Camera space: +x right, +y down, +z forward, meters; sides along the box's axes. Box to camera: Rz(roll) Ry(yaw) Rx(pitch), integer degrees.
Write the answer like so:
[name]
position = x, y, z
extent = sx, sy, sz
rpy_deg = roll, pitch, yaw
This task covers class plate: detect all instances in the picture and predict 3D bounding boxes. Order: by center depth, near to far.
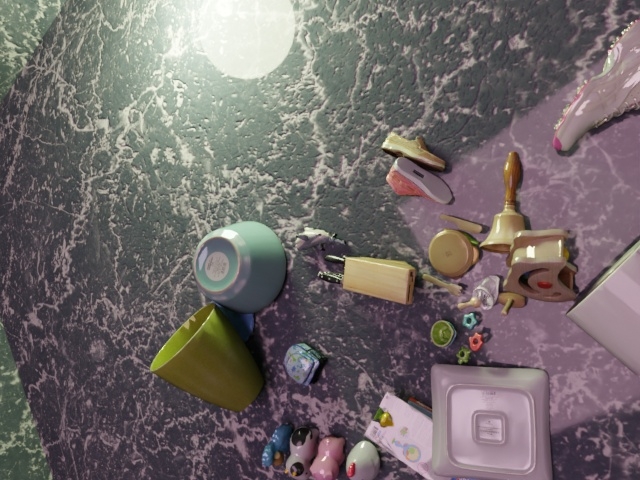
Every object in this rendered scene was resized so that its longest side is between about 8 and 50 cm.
[plate]
position = 0.408, 0.448, 1.165
extent = 0.277, 0.045, 0.278
rpy_deg = -1, 85, 18

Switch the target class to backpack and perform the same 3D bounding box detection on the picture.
[backpack]
position = -0.056, 0.372, 1.466
extent = 0.114, 0.084, 0.105
rpy_deg = 33, 105, 29

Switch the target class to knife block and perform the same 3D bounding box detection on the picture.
[knife block]
position = 0.112, 0.094, 1.278
extent = 0.242, 0.276, 0.088
rpy_deg = 5, 94, 1

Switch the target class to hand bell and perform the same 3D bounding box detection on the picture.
[hand bell]
position = 0.454, -0.096, 1.158
extent = 0.126, 0.126, 0.242
rpy_deg = 0, 79, 31

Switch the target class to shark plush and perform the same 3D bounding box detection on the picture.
[shark plush]
position = 0.000, 0.000, 1.465
extent = 0.161, 0.073, 0.067
rpy_deg = -2, 110, 11

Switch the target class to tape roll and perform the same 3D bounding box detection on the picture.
[tape roll]
position = 0.641, 0.120, 0.950
extent = 0.169, 0.246, 0.246
rpy_deg = 45, 112, 22

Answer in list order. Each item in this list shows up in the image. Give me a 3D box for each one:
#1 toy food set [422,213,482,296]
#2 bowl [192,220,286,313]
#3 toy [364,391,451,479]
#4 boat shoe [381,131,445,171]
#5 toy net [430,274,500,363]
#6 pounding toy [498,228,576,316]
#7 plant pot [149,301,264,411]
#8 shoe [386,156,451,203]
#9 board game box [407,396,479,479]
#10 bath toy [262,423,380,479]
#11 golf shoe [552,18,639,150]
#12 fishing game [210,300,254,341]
[toy food set]
position = 0.345, 0.035, 1.253
extent = 0.132, 0.038, 0.192
rpy_deg = 25, 109, 36
[bowl]
position = -0.281, 0.080, 1.529
extent = 0.311, 0.163, 0.311
rpy_deg = -3, 82, 24
[toy]
position = 0.250, 0.515, 1.261
extent = 0.237, 0.056, 0.137
rpy_deg = 28, 94, 17
[boat shoe]
position = 0.255, -0.245, 1.287
extent = 0.190, 0.068, 0.072
rpy_deg = 29, 90, 27
[toy net]
position = 0.375, 0.189, 1.202
extent = 0.232, 0.045, 0.122
rpy_deg = -60, 37, 18
[pounding toy]
position = 0.487, 0.101, 1.060
extent = 0.154, 0.269, 0.155
rpy_deg = 8, 64, 16
[plant pot]
position = -0.329, 0.395, 1.523
extent = 0.275, 0.275, 0.293
rpy_deg = -36, 106, 26
[shoe]
position = 0.261, -0.144, 1.288
extent = 0.178, 0.063, 0.081
rpy_deg = 36, 148, 4
[board game box]
position = 0.339, 0.544, 1.262
extent = 0.281, 0.027, 0.145
rpy_deg = 22, 100, 29
[bath toy]
position = 0.001, 0.642, 1.409
extent = 0.348, 0.129, 0.151
rpy_deg = -2, 89, 30
[golf shoe]
position = 0.632, -0.311, 1.031
extent = 0.140, 0.115, 0.306
rpy_deg = 41, 111, 21
[fishing game]
position = -0.300, 0.267, 1.640
extent = 0.189, 0.041, 0.264
rpy_deg = 40, 104, 16
